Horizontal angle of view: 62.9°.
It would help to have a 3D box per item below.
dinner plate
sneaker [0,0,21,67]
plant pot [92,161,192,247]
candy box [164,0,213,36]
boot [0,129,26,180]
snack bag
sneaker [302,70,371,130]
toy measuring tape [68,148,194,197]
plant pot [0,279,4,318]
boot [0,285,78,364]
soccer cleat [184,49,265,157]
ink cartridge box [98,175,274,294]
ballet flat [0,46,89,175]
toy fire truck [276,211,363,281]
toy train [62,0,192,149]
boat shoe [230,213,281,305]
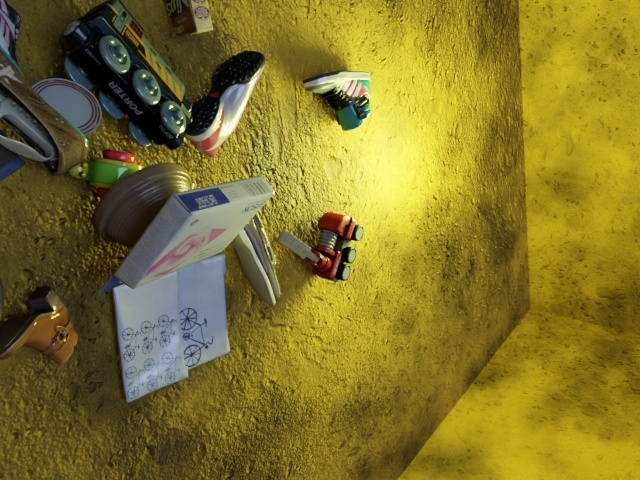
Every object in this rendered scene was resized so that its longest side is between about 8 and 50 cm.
[{"bbox_3d":[-0.523,-0.272,1.071,0.141,0.141,0.017,44,24,-44],"label":"dinner plate"},{"bbox_3d":[-0.597,-0.400,0.986,0.077,0.072,0.178,-39,132,-49],"label":"sneaker"},{"bbox_3d":[-0.374,-0.056,1.178,0.237,0.110,0.237,-39,168,-10],"label":"plant pot"},{"bbox_3d":[-0.318,-0.578,1.216,0.053,0.109,0.187,-30,119,-40],"label":"candy box"},{"bbox_3d":[-0.659,-0.122,0.970,0.219,0.082,0.106,-54,130,-27],"label":"boot"},{"bbox_3d":[-0.378,0.221,1.392,0.342,0.037,0.323,-15,109,-45],"label":"snack bag"},{"bbox_3d":[0.064,-0.438,1.666,0.295,0.124,0.178,-19,103,-45],"label":"sneaker"},{"bbox_3d":[-0.412,-0.138,1.213,0.330,0.121,0.121,8,93,-48],"label":"toy measuring tape"},{"bbox_3d":[-0.690,0.123,0.912,0.284,0.191,0.284,-13,108,-46],"label":"plant pot"},{"bbox_3d":[-0.582,0.210,1.091,0.197,0.073,0.152,-73,156,-53],"label":"boot"},{"bbox_3d":[-0.240,-0.363,1.373,0.318,0.108,0.116,-61,156,-21],"label":"soccer cleat"},{"bbox_3d":[-0.293,-0.001,1.192,0.330,0.071,0.324,-46,172,27],"label":"ink cartridge box"},{"bbox_3d":[-0.585,-0.250,0.966,0.342,0.116,0.124,56,37,-40],"label":"ballet flat"},{"bbox_3d":[0.000,0.000,1.693,0.246,0.158,0.217,31,76,-57],"label":"toy fire truck"},{"bbox_3d":[-0.402,-0.354,1.140,0.334,0.142,0.190,50,34,-44],"label":"toy train"},{"bbox_3d":[-0.180,0.043,1.512,0.096,0.116,0.324,-39,120,-31],"label":"boat shoe"}]
